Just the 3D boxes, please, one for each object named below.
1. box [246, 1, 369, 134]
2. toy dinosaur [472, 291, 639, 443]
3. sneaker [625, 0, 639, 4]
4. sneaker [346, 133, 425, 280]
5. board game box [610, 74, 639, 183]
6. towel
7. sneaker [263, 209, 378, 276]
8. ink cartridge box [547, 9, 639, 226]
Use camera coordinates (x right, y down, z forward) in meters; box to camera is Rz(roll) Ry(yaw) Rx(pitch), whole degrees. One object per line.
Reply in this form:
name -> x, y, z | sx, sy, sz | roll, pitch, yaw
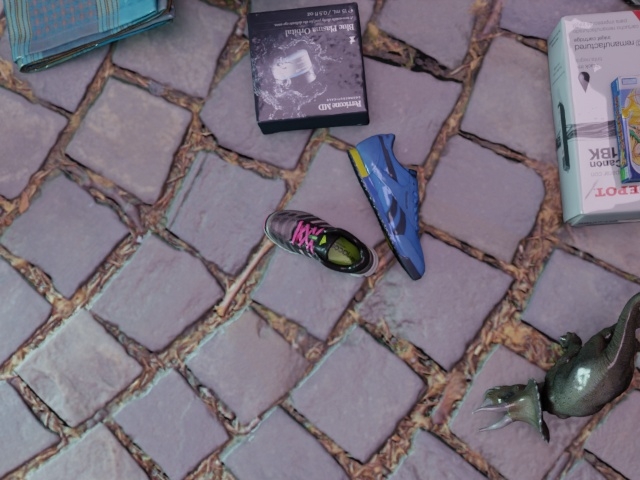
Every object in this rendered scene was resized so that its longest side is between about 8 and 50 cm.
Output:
box -> -0.016, -0.238, 1.453 | 0.156, 0.093, 0.158 | -6, 85, 2
toy dinosaur -> 0.351, 0.173, 1.337 | 0.121, 0.313, 0.160 | 46, 50, -4
sneaker -> 0.428, -0.414, 1.470 | 0.071, 0.068, 0.170 | -32, 92, -15
sneaker -> 0.112, -0.050, 1.440 | 0.082, 0.069, 0.209 | -23, 84, -3
board game box -> 0.482, -0.148, 1.331 | 0.201, 0.035, 0.136 | -5, 84, 0
towel -> -0.360, -0.449, 1.474 | 0.271, 0.040, 0.370 | -15, 85, 23
sneaker -> 0.000, 0.000, 1.437 | 0.170, 0.075, 0.063 | 25, 86, 5
ink cartridge box -> 0.425, -0.164, 1.410 | 0.197, 0.114, 0.273 | -4, 85, 2
